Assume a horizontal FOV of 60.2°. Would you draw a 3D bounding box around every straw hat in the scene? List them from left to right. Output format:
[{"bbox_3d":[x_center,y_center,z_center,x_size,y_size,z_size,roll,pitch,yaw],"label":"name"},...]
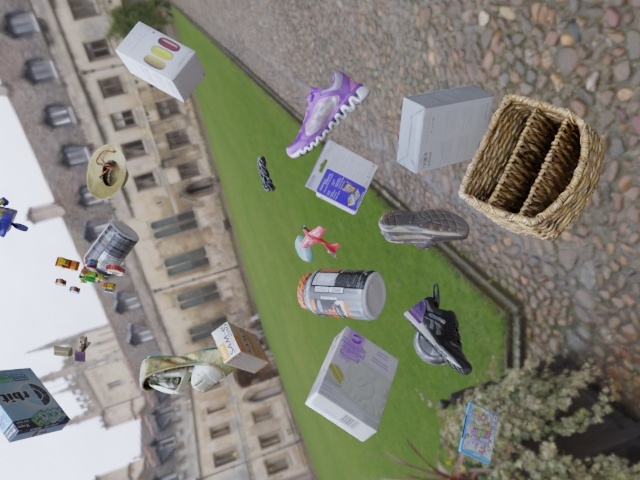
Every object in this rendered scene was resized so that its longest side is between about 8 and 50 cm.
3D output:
[{"bbox_3d":[-0.523,-0.168,1.403,0.061,0.145,0.144,20,-134,-63],"label":"straw hat"}]

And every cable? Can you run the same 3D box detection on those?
[{"bbox_3d":[-0.223,-0.274,2.265,0.184,0.047,0.150,-138,36,-77],"label":"cable"}]

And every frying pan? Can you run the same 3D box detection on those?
[{"bbox_3d":[0.500,0.351,2.272,0.197,0.326,0.053,18,172,29],"label":"frying pan"}]

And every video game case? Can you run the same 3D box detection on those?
[{"bbox_3d":[0.526,0.638,1.831,0.015,0.119,0.166,-40,25,59],"label":"video game case"}]

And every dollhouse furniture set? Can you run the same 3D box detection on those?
[{"bbox_3d":[-0.853,0.352,1.898,0.081,0.115,0.090,-96,14,-69],"label":"dollhouse furniture set"}]

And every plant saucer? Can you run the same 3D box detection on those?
[{"bbox_3d":[-0.071,0.036,2.203,0.119,0.021,0.119,46,149,38],"label":"plant saucer"}]

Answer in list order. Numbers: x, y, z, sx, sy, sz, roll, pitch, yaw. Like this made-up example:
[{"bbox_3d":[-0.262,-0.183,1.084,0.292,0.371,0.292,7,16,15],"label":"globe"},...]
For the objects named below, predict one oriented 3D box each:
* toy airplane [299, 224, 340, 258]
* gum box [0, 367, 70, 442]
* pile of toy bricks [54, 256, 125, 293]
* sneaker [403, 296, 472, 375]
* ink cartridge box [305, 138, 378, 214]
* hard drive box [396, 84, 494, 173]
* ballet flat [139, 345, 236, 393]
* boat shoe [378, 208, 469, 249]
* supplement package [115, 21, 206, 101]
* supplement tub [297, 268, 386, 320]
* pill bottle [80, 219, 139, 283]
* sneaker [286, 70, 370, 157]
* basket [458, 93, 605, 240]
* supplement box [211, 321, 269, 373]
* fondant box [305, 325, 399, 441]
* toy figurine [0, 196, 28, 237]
[{"bbox_3d":[0.000,0.000,1.714,0.151,0.028,0.151,21,142,17],"label":"toy airplane"},{"bbox_3d":[-0.708,0.382,1.303,0.184,0.041,0.157,40,-176,19],"label":"gum box"},{"bbox_3d":[-0.741,0.110,1.762,0.105,0.212,0.118,145,136,-64],"label":"pile of toy bricks"},{"bbox_3d":[0.374,0.272,1.655,0.283,0.124,0.107,49,180,43],"label":"sneaker"},{"bbox_3d":[0.074,-0.226,1.964,0.206,0.208,0.045,-64,8,-15],"label":"ink cartridge box"},{"bbox_3d":[0.324,-0.292,1.440,0.089,0.232,0.181,45,142,46],"label":"hard drive box"},{"bbox_3d":[-0.376,0.384,1.598,0.123,0.349,0.123,-10,-90,-70],"label":"ballet flat"},{"bbox_3d":[0.410,-0.040,2.186,0.130,0.356,0.132,74,-147,-42],"label":"boat shoe"},{"bbox_3d":[-0.535,-0.602,1.866,0.244,0.139,0.134,30,168,13],"label":"supplement package"},{"bbox_3d":[0.080,0.207,2.159,0.316,0.194,0.193,0,113,35],"label":"supplement tub"},{"bbox_3d":[-0.831,0.051,2.155,0.130,0.245,0.130,39,-172,-6],"label":"pill bottle"},{"bbox_3d":[-0.001,-0.290,1.257,0.104,0.236,0.095,44,-171,-10],"label":"sneaker"},{"bbox_3d":[0.518,-0.173,1.329,0.223,0.299,0.213,29,178,-35],"label":"basket"},{"bbox_3d":[-0.133,0.181,0.929,0.062,0.036,0.098,58,-172,32],"label":"supplement box"},{"bbox_3d":[0.119,0.492,1.930,0.096,0.238,0.330,-54,4,39],"label":"fondant box"},{"bbox_3d":[-0.926,-0.042,1.522,0.362,0.217,0.191,26,101,67],"label":"toy figurine"}]
